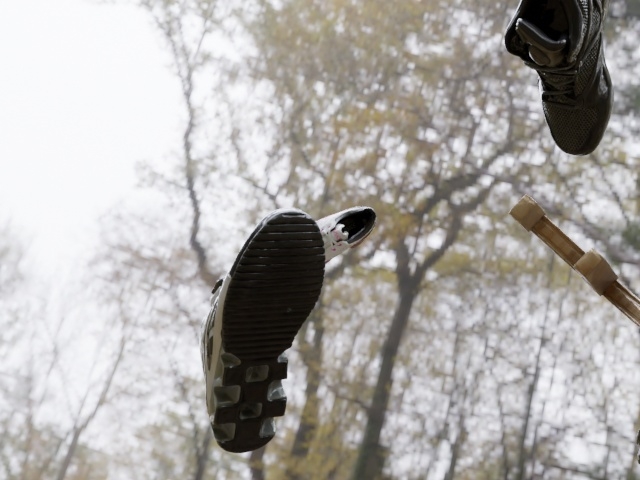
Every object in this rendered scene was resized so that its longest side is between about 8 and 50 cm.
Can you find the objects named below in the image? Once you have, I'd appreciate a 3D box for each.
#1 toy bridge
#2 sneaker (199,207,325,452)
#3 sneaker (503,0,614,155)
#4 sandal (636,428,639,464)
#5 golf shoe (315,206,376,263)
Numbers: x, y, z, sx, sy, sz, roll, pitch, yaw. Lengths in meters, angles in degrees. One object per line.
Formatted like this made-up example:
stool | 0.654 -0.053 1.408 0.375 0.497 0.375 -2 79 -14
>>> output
toy bridge | 0.239 0.028 1.023 0.188 0.026 0.063 46 6 33
sneaker | -0.092 0.087 1.435 0.122 0.146 0.331 3 -60 -26
sneaker | 0.240 -0.176 1.198 0.087 0.130 0.228 20 -48 33
sandal | 0.547 0.263 1.728 0.107 0.167 0.446 45 -33 34
golf shoe | 0.000 0.000 1.705 0.067 0.186 0.086 56 -24 5
